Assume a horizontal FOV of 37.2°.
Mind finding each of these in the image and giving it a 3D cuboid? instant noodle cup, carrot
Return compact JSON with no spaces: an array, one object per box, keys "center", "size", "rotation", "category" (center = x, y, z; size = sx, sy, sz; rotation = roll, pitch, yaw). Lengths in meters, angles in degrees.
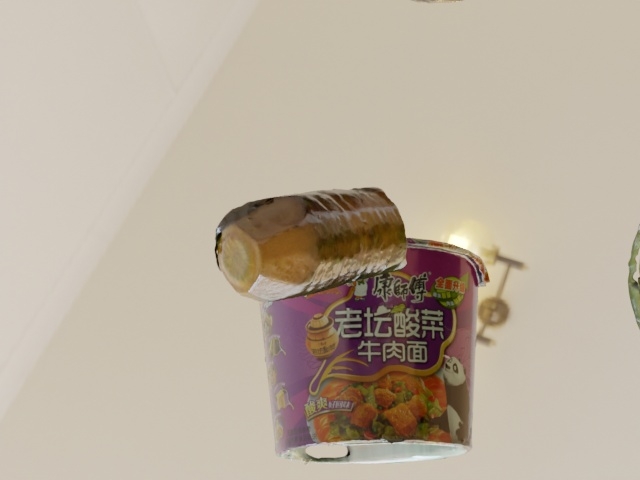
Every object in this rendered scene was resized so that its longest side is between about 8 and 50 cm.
[{"center":[0.051,0.124,0.967],"size":[0.251,0.251,0.190],"rotation":[51,-145,-66],"category":"instant noodle cup"},{"center":[0.000,0.000,0.736],"size":[0.173,0.082,0.082],"rotation":[-13,-59,-41],"category":"carrot"}]

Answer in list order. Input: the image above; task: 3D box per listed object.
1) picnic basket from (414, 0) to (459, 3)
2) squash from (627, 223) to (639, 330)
[{"center":[0.122,-0.349,0.873],"size":[0.129,0.222,0.297],"rotation":[23,-97,-29],"category":"picnic basket"},{"center":[0.423,-0.026,0.790],"size":[0.384,0.263,0.263],"rotation":[-35,-42,-53],"category":"squash"}]
